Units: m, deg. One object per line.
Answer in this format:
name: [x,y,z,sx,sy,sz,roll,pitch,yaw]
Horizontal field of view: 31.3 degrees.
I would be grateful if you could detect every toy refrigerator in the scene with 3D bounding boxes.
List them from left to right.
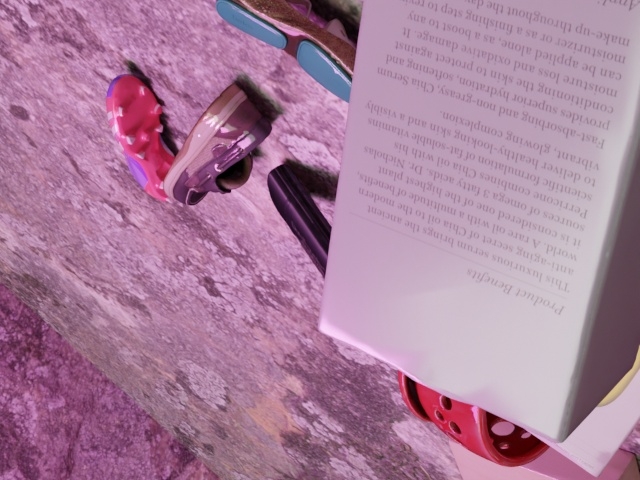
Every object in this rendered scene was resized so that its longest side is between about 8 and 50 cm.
toy refrigerator: [0.333,0.334,1.685,0.269,0.094,0.102,12,138,41]

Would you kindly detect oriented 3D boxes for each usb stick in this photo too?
usb stick: [0.000,0.000,1.471,0.278,0.045,0.077,-124,15,-44]

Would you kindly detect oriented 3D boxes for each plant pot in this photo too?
plant pot: [0.208,0.176,1.469,0.174,0.191,0.191,14,146,49]

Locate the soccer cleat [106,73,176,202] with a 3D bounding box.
soccer cleat: [-0.269,-0.151,1.673,0.095,0.083,0.248,27,155,32]

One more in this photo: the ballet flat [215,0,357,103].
ballet flat: [-0.015,-0.224,1.229,0.206,0.067,0.073,36,159,-2]

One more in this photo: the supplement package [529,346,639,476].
supplement package: [0.272,0.090,1.187,0.194,0.149,0.203,32,119,13]

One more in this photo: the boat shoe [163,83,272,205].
boat shoe: [-0.138,-0.107,1.549,0.092,0.103,0.285,42,149,2]

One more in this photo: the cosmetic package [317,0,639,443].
cosmetic package: [0.157,-0.107,0.859,0.230,0.161,0.453,23,119,28]
